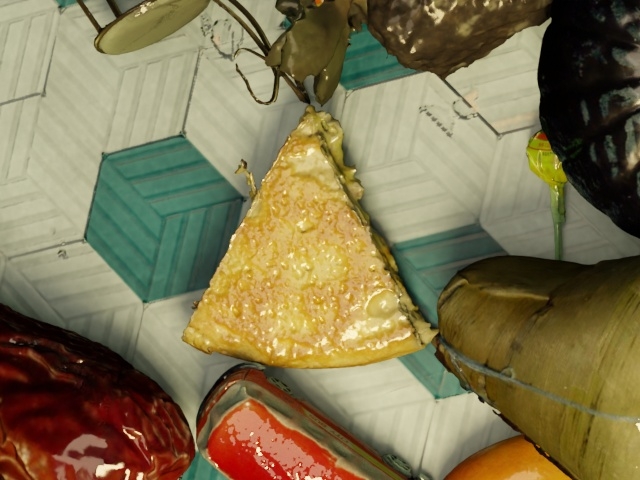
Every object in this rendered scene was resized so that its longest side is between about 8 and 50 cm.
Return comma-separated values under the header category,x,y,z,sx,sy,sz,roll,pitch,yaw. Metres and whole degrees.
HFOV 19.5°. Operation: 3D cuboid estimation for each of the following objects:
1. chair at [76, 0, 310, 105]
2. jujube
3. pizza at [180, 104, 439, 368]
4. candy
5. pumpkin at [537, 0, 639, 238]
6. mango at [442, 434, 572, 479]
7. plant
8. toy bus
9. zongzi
category,x,y,z,sx,sy,sz,roll,pitch,yaw
chair,-0.170,-0.248,2.004,0.170,0.160,0.326,-32,82,15
jujube,-0.302,0.187,2.025,0.342,0.216,0.216,37,100,20
pizza,0.000,0.000,2.005,0.280,0.075,0.288,8,95,10
candy,0.248,-0.024,1.955,0.058,0.062,0.194,-8,100,-29
pumpkin,0.389,-0.159,1.797,0.363,0.266,0.363,0,90,10
mango,0.207,0.277,1.938,0.217,0.102,0.141,-34,89,15
plant,0.078,-0.266,1.906,0.312,0.215,0.213,-20,81,17
toy bus,-0.014,0.243,1.969,0.265,0.120,0.121,36,100,-1
zongzi,0.272,0.051,1.788,0.356,0.174,0.393,36,135,36
